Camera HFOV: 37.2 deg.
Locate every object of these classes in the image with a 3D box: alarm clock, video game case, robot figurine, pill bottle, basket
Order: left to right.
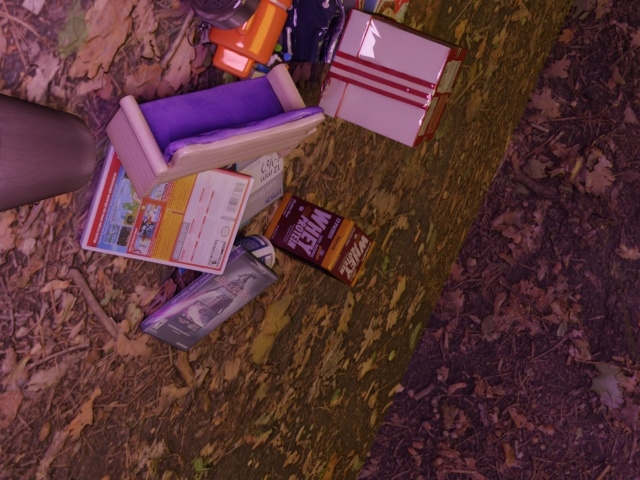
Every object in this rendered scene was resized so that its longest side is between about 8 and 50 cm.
[{"bbox_3d":[-0.455,-0.127,1.413,0.227,0.154,0.204,-11,122,-64],"label":"basket"},{"bbox_3d":[-0.281,-0.055,1.765,0.285,0.025,0.204,13,104,-30],"label":"video game case"},{"bbox_3d":[-0.235,0.130,2.053,0.274,0.026,0.196,-37,153,4],"label":"video game case"},{"bbox_3d":[-0.182,-0.428,1.689,0.192,0.129,0.064,-58,155,11],"label":"alarm clock"},{"bbox_3d":[-0.186,0.047,2.126,0.169,0.094,0.094,-21,130,-55],"label":"pill bottle"},{"bbox_3d":[-0.132,-0.419,1.791,0.158,0.128,0.220,14,100,-58],"label":"robot figurine"}]

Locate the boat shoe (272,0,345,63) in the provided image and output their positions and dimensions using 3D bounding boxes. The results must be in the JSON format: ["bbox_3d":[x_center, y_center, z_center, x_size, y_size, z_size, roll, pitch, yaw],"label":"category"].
[{"bbox_3d":[-0.009,-0.515,1.899,0.127,0.158,0.341,-21,130,-56],"label":"boat shoe"}]

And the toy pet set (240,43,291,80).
[{"bbox_3d":[-0.106,-0.354,1.907,0.065,0.122,0.114,1,131,-54],"label":"toy pet set"}]

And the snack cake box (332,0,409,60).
[{"bbox_3d":[0.119,-0.524,2.211,0.152,0.089,0.264,9,104,-61],"label":"snack cake box"}]

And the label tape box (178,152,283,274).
[{"bbox_3d":[-0.189,-0.107,1.968,0.249,0.115,0.348,-39,142,-41],"label":"label tape box"}]

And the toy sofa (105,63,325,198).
[{"bbox_3d":[-0.179,-0.213,1.697,0.362,0.150,0.177,-21,170,-39],"label":"toy sofa"}]

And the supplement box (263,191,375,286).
[{"bbox_3d":[0.000,0.000,2.319,0.129,0.194,0.191,-63,154,-5],"label":"supplement box"}]

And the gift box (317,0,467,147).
[{"bbox_3d":[0.139,-0.359,2.011,0.255,0.258,0.276,-69,166,12],"label":"gift box"}]
